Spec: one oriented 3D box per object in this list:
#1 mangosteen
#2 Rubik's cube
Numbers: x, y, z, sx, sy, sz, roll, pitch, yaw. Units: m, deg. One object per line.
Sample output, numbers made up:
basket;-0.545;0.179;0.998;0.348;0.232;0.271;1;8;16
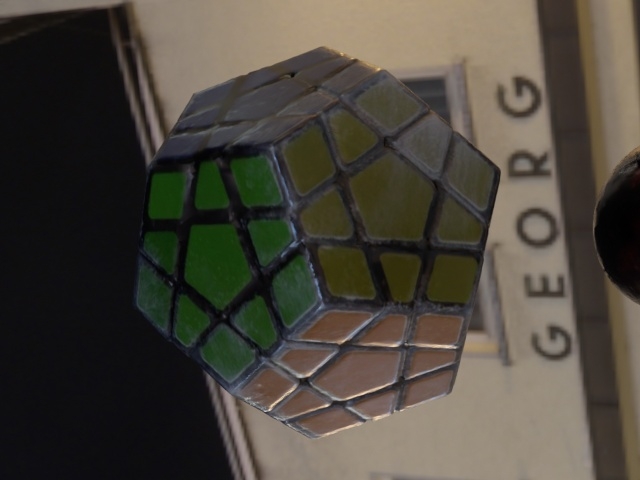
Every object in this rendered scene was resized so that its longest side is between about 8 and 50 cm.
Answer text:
mangosteen;0.352;-0.010;1.049;0.210;0.210;0.209;-1;-90;-64
Rubik's cube;0.000;0.000;0.942;0.319;0.319;0.264;-57;-47;-49
